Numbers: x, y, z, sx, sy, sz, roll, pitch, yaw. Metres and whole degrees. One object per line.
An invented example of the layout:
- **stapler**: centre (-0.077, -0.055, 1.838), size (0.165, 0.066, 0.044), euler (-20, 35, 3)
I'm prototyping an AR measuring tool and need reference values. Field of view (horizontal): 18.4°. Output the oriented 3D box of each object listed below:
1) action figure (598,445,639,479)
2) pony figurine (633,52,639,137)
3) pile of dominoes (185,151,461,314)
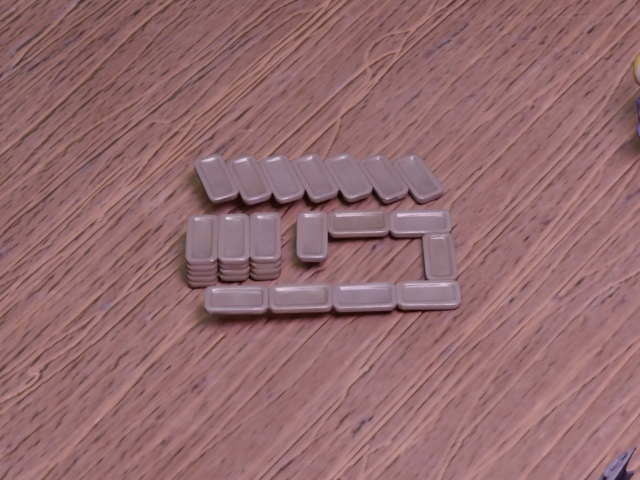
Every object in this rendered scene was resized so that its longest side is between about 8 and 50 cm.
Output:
- **action figure**: centre (0.296, 0.259, 1.531), size (0.285, 0.099, 0.185), euler (13, 60, 25)
- **pony figurine**: centre (0.451, -0.098, 1.719), size (0.351, 0.303, 0.363), euler (-30, 35, -26)
- **pile of dominoes**: centre (0.000, 0.000, 1.859), size (0.251, 0.040, 0.196), euler (-1, 49, -1)
